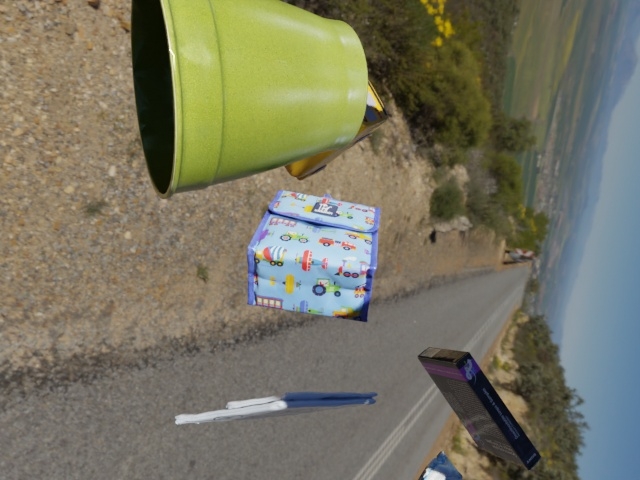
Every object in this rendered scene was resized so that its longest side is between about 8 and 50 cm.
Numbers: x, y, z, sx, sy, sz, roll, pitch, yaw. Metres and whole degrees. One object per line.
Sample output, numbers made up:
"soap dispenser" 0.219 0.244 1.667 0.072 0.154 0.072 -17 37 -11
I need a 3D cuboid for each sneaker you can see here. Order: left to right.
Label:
"sneaker" 0.258 0.503 1.090 0.071 0.083 0.191 -59 153 11

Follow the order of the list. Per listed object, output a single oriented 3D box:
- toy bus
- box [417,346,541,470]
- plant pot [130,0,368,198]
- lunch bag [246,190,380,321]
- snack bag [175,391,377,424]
"toy bus" 0.008 -0.241 1.205 0.130 0.333 0.108 -32 93 -41
"box" 0.205 0.217 0.687 0.029 0.162 0.116 -33 -179 -16
"plant pot" -0.121 -0.270 0.919 0.353 0.366 0.366 -8 113 -26
"lunch bag" 0.000 0.000 1.013 0.293 0.221 0.138 -76 173 -54
"snack bag" -0.096 0.373 1.167 0.323 0.343 0.037 17 60 -47
